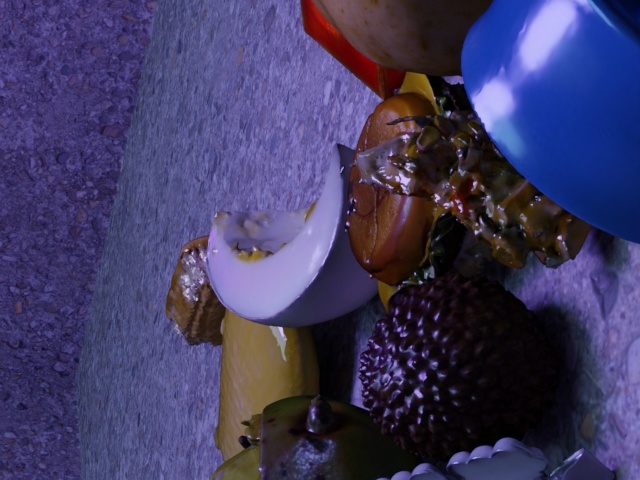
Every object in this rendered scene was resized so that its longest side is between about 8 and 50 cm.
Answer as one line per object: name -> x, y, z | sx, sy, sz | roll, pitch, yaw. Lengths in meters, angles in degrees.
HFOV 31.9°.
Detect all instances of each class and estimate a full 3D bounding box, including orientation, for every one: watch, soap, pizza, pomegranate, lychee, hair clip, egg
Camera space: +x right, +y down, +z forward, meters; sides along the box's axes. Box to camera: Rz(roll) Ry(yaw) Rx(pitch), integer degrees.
watch -> 0.198, -0.150, 0.745 | 0.241, 0.305, 0.275 | 118, 159, -47
soap -> -0.079, 0.211, 1.649 | 0.306, 0.115, 0.427 | -108, 21, -45
pizza -> 0.150, -0.070, 1.005 | 0.147, 0.226, 0.069 | -52, -22, -16
pomegranate -> 0.010, 0.322, 1.223 | 0.260, 0.260, 0.341 | -114, 6, -56
lychee -> 0.121, 0.120, 1.037 | 0.188, 0.188, 0.188 | -173, 90, -70
pomegranate -> 0.117, -0.298, 1.030 | 0.307, 0.307, 0.307 | -173, 90, -70
hair clip -> 0.158, 0.235, 0.983 | 0.220, 0.140, 0.054 | -29, 33, 43
egg -> -0.001, 0.018, 1.422 | 0.271, 0.161, 0.206 | -37, 49, 35

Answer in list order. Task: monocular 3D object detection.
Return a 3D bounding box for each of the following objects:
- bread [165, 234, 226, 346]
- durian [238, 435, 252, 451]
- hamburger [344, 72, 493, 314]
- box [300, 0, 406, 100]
bread -> -0.166, 0.084, 1.871 | 0.245, 0.174, 0.121 | 113, 152, -55
durian -> -0.043, 0.300, 1.407 | 0.167, 0.196, 0.196 | 33, 115, 56
hamburger -> 0.117, -0.049, 1.173 | 0.262, 0.138, 0.243 | 125, 146, -53
box -> 0.046, -0.348, 1.311 | 0.197, 0.089, 0.313 | 46, 154, 41
